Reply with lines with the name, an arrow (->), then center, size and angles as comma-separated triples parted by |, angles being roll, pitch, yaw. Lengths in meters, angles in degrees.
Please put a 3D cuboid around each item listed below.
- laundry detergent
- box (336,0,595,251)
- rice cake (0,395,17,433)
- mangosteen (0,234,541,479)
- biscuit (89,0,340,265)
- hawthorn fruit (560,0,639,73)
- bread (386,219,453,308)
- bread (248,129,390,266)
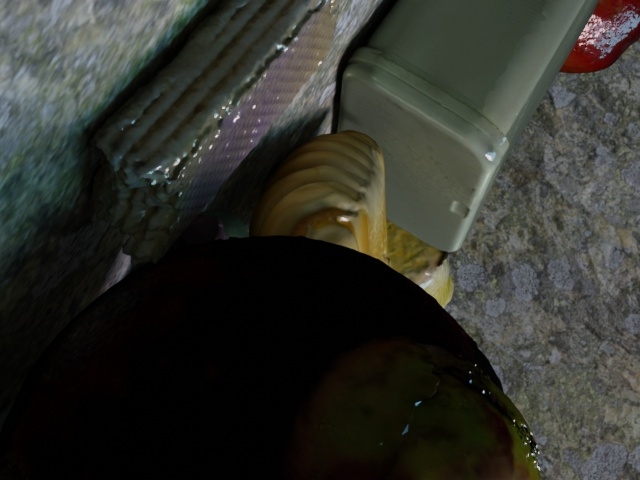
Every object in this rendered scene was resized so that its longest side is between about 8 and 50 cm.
laundry detergent -> -0.105, 0.047, 1.195 | 0.144, 0.078, 0.222 | -55, 173, -21
box -> 0.171, -0.208, 1.565 | 0.344, 0.177, 0.352 | -58, 172, -14
rice cake -> -0.189, 0.105, 1.092 | 0.171, 0.029, 0.033 | -48, 161, -54
mangosteen -> -0.019, 0.209, 0.961 | 0.381, 0.421, 0.381 | -32, 146, -25
biscuit -> -0.064, -0.097, 0.945 | 0.239, 0.061, 0.108 | -53, 170, -32
hawthorn fruit -> 0.361, -0.327, 2.044 | 0.215, 0.249, 0.215 | -52, -160, 27
bread -> 0.091, 0.032, 1.995 | 0.197, 0.197, 0.170 | -53, 164, -29
bread -> 0.000, 0.000, 1.361 | 0.311, 0.121, 0.173 | -63, 152, -74
